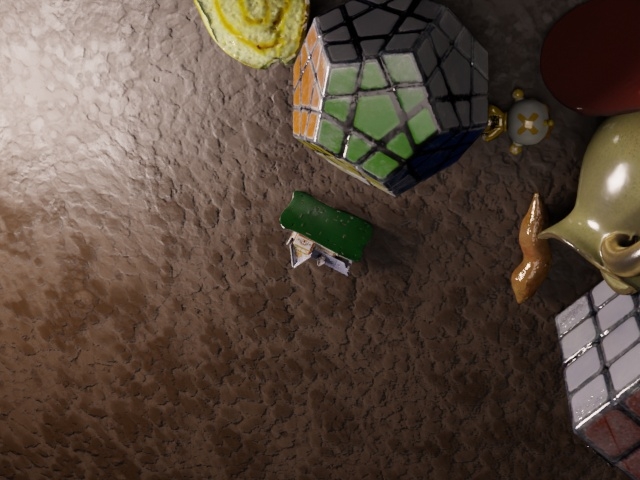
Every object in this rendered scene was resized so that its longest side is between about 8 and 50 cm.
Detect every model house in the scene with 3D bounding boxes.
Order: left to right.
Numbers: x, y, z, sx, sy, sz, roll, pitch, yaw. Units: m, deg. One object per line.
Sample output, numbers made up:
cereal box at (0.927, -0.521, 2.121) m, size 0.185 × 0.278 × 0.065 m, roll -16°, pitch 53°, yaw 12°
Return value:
model house at (0.000, 0.000, 1.398) m, size 0.167 × 0.117 × 0.088 m, roll 24°, pitch 133°, yaw 0°

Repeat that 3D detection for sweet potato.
sweet potato at (0.380, 0.017, 1.343) m, size 0.065 × 0.051 × 0.218 m, roll 1°, pitch 114°, yaw -4°

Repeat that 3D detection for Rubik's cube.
Rubik's cube at (0.105, -0.226, 1.173) m, size 0.319 × 0.319 × 0.264 m, roll -37°, pitch 75°, yaw 24°
Rubik's cube at (0.626, 0.208, 1.219) m, size 0.344 × 0.337 × 0.344 m, roll 40°, pitch 116°, yaw -8°

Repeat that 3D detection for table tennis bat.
table tennis bat at (0.442, -0.248, 1.092) m, size 0.200 × 0.310 × 0.038 m, roll -38°, pitch 140°, yaw 12°

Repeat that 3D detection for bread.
bread at (-0.105, -0.392, 1.204) m, size 0.186 × 0.124 × 0.257 m, roll -13°, pitch 129°, yaw 2°

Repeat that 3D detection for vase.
vase at (0.484, -0.049, 1.128) m, size 0.241 × 0.329 × 0.302 m, roll 35°, pitch 111°, yaw 0°

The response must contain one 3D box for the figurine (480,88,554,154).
figurine at (0.312, -0.201, 1.255) m, size 0.143 × 0.068 × 0.101 m, roll 29°, pitch 111°, yaw 17°
